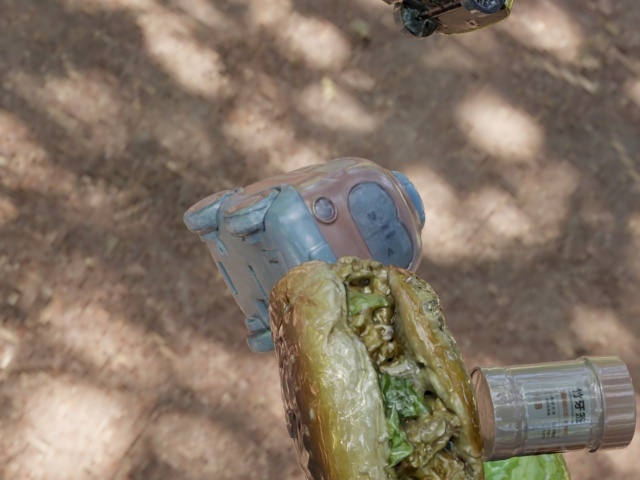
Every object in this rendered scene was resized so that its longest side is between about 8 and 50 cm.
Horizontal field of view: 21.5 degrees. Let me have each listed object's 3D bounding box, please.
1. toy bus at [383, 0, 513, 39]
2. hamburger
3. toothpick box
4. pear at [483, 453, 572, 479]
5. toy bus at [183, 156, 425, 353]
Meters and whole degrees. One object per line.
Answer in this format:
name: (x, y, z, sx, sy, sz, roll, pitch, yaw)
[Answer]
toy bus: (0.070, -0.352, 1.868, 0.331, 0.145, 0.151, 26, 70, -29)
hamburger: (0.042, 0.146, 1.378, 0.146, 0.243, 0.286, -16, 59, -9)
toothpick box: (0.231, 0.169, 1.706, 0.149, 0.098, 0.098, -4, 50, -12)
pear: (0.182, 0.290, 1.880, 0.292, 0.159, 0.292, 0, 39, 0)
toy bus: (0.000, 0.000, 1.975, 0.232, 0.294, 0.197, -31, 102, -21)
